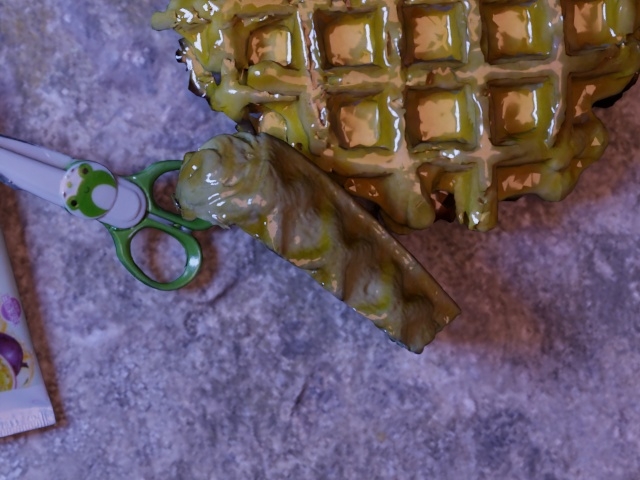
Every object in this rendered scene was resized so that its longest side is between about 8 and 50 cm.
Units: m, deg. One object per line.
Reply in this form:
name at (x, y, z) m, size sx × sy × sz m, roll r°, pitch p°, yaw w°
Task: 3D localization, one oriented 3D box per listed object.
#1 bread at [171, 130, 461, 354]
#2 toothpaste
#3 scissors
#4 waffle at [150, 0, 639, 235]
bread at (0.000, 0.000, 1.382) m, size 0.232 × 0.128 × 0.088 m, roll 36°, pitch 95°, yaw -16°
toothpaste at (-0.266, -0.007, 1.390) m, size 0.058 × 0.056 × 0.314 m, roll -10°, pitch 95°, yaw 27°
scissors at (-0.170, -0.038, 1.393) m, size 0.204 × 0.027 × 0.101 m, roll 23°, pitch 85°, yaw -24°
waffle at (0.082, -0.203, 1.431) m, size 0.382 × 0.095 × 0.379 m, roll 36°, pitch 87°, yaw -7°
